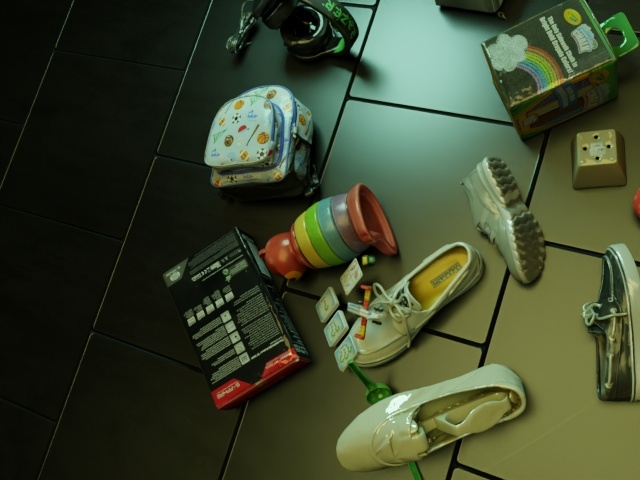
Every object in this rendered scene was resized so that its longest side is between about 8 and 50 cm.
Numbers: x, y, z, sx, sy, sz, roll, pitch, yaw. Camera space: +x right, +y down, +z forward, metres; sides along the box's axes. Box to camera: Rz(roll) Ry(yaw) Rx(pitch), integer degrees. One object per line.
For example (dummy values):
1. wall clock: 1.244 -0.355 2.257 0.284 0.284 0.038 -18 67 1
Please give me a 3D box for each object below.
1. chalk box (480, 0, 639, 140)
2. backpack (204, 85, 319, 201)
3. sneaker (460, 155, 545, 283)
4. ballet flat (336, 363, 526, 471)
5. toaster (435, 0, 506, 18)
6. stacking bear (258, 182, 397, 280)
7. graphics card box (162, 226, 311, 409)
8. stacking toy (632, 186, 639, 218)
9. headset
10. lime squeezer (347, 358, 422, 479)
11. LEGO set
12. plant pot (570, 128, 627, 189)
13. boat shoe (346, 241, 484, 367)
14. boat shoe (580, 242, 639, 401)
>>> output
1. chalk box: 0.518 -0.375 1.585 0.289 0.179 0.180 -23 67 14
2. backpack: -0.144 -0.243 1.808 0.277 0.213 0.263 -1 65 25
3. sneaker: 0.389 -0.035 1.605 0.115 0.105 0.281 -35 65 47
4. ballet flat: 0.221 0.356 1.463 0.400 0.139 0.139 -22 67 -4
5. toaster: 0.366 -0.632 1.753 0.186 0.110 0.168 18 84 25
6. stacking bear: 0.000 0.000 1.707 0.289 0.175 0.164 -25 65 22
7. graphics card box: -0.203 0.182 1.767 0.233 0.094 0.371 -33 67 11
8. stacking toy: 0.771 -0.047 1.426 0.330 0.141 0.141 20 84 31
9. headset: -0.086 -0.530 1.849 0.394 0.243 0.185 22 79 47
10. lime squeezer: 0.145 0.366 1.577 0.059 0.110 0.310 -29 97 -5
11. LEGO set: 0.058 0.143 1.607 0.244 0.060 0.182 -55 42 39
12. plant pot: 0.575 -0.176 1.549 0.109 0.096 0.109 -3 74 21
13. boat shoe: 0.186 0.133 1.587 0.367 0.156 0.136 -38 65 8
14. boat shoe: 0.563 0.158 1.453 0.105 0.113 0.306 -3 83 7
